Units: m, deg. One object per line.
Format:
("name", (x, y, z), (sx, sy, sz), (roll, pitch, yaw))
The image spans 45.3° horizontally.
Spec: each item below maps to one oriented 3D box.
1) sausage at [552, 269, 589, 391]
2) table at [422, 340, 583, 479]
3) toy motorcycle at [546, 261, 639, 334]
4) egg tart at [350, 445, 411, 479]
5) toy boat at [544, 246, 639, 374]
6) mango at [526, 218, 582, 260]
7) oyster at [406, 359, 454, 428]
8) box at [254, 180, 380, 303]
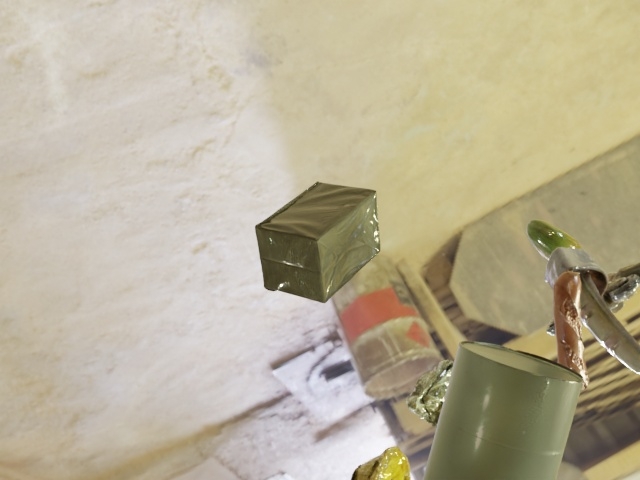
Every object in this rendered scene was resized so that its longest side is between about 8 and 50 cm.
("sausage", (0.311, 0.114, 0.955), (0.036, 0.158, 0.042), (-2, -168, 28))
("table", (0.171, 0.223, 0.764), (0.126, 0.126, 0.220), (10, 96, -46))
("toy motorcycle", (0.816, 0.166, 2.240), (0.223, 0.108, 0.341), (-31, 171, -41))
("egg tart", (0.110, 0.475, 1.434), (0.074, 0.191, 0.191), (-1, 162, 31))
("toy boat", (0.562, 0.147, 1.543), (0.111, 0.293, 0.276), (-33, 165, 14))
("mango", (0.640, 0.007, 2.105), (0.195, 0.130, 0.092), (35, 94, -22))
("oyster", (0.320, 0.390, 1.893), (0.112, 0.198, 0.268), (-23, 129, 40))
("box", (0.000, 0.000, 1.549), (0.231, 0.149, 0.155), (-38, 131, -47))
